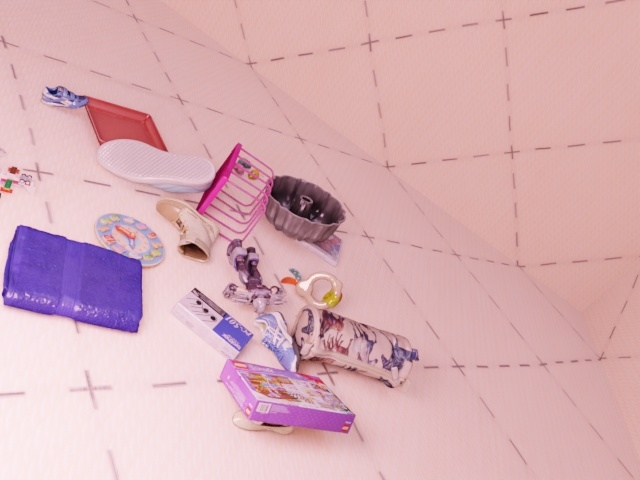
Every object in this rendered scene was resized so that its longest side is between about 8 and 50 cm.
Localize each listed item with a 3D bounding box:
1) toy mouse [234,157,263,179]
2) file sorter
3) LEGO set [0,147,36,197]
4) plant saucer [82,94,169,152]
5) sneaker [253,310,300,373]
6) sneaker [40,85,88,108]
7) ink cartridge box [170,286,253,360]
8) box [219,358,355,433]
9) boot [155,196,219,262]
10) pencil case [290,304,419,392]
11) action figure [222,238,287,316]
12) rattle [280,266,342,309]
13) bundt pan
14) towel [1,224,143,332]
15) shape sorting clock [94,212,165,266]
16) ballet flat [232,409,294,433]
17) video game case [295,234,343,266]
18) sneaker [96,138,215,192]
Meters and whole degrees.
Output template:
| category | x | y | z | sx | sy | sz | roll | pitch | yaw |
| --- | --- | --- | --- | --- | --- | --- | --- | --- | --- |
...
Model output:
| category | x | y | z | sx | sy | sz | roll | pitch | yaw |
| --- | --- | --- | --- | --- | --- | --- | --- | --- | --- |
| toy mouse | -0.309 | -0.300 | 2.395 | 0.143 | 0.031 | 0.161 | 42 | 26 | 7 |
| file sorter | -0.281 | -0.155 | 2.015 | 0.182 | 0.202 | 0.291 | 34 | 26 | -16 |
| LEGO set | -0.851 | -0.169 | 1.509 | 0.244 | 0.060 | 0.182 | 37 | 28 | 18 |
| plant saucer | -0.671 | -0.374 | 2.040 | 0.258 | 0.048 | 0.259 | 9 | 39 | -45 |
| sneaker | -0.121 | 0.290 | 1.658 | 0.081 | 0.080 | 0.211 | -2 | 41 | -32 |
| sneaker | -0.830 | -0.468 | 1.938 | 0.144 | 0.059 | 0.053 | -3 | 43 | -29 |
| ink cartridge box | -0.285 | 0.221 | 1.577 | 0.207 | 0.046 | 0.097 | 39 | 27 | 1 |
| box | -0.082 | 0.386 | 1.474 | 0.293 | 0.057 | 0.201 | 20 | 7 | -32 |
| boot | -0.411 | -0.032 | 1.790 | 0.213 | 0.077 | 0.165 | 33 | 28 | -17 |
| pencil case | 0.096 | 0.321 | 1.771 | 0.410 | 0.160 | 0.183 | 23 | 16 | -29 |
| action figure | -0.203 | 0.124 | 1.769 | 0.185 | 0.099 | 0.285 | 16 | 32 | -32 |
| rattle | -0.025 | 0.152 | 1.996 | 0.199 | 0.130 | 0.143 | 12 | 14 | 7 |
| bundt pan | -0.076 | -0.107 | 2.243 | 0.330 | 0.124 | 0.331 | 22 | 28 | -12 |
| towel | -0.572 | 0.099 | 1.392 | 0.308 | 0.076 | 0.228 | 20 | 38 | -33 |
| shape sorting clock | -0.523 | -0.005 | 1.643 | 0.206 | 0.040 | 0.206 | 30 | 28 | -17 |
| ballet flat | -0.132 | 0.427 | 1.433 | 0.168 | 0.052 | 0.057 | 19 | 34 | -33 |
| video game case | 0.000 | 0.000 | 2.317 | 0.183 | 0.023 | 0.201 | 34 | 26 | -8 |
| sneaker | -0.526 | -0.213 | 1.911 | 0.365 | 0.150 | 0.135 | 13 | 65 | -9 |
